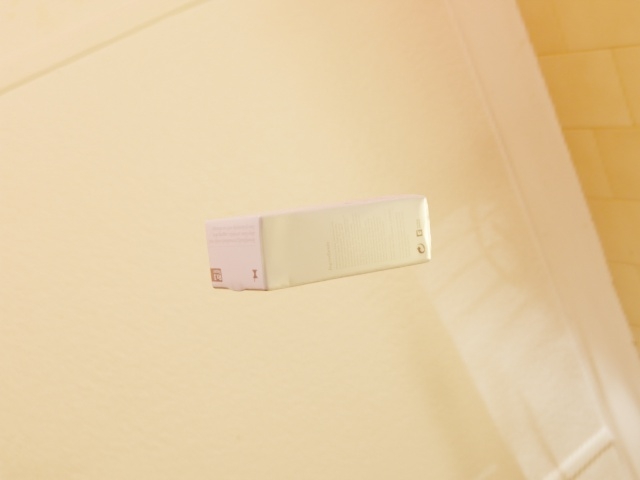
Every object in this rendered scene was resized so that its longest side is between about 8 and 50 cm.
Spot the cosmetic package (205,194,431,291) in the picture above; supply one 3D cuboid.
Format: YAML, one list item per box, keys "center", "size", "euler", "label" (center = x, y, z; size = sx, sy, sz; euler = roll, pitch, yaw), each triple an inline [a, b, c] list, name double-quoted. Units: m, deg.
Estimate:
- center: [0.000, 0.000, 1.089]
  size: [0.231, 0.117, 0.085]
  euler: [-7, -87, -37]
  label: "cosmetic package"
